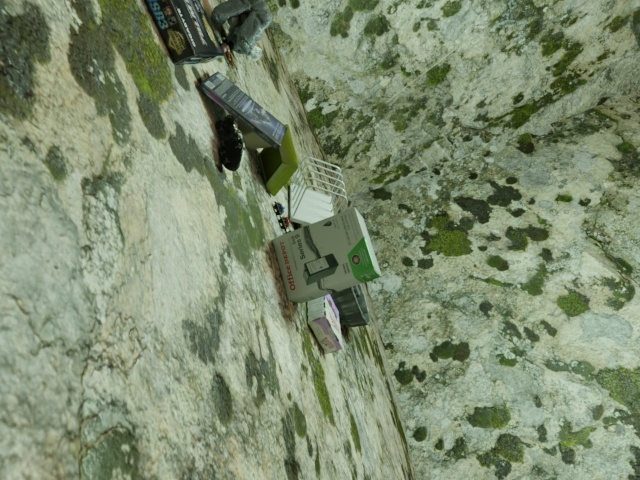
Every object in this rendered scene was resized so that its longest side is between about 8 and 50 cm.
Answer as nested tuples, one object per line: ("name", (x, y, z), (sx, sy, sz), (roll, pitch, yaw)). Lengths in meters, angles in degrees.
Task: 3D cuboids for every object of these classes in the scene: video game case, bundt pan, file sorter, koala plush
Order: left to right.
("koala plush", (-0.288, -0.792, 1.800), (0.196, 0.203, 0.221), (43, -20, 1))
("video game case", (-0.221, -0.391, 1.410), (0.274, 0.026, 0.196), (37, 24, -16))
("file sorter", (-0.008, -0.194, 1.921), (0.278, 0.192, 0.173), (-96, -152, -55))
("bundt pan", (0.116, 0.245, 2.139), (0.331, 0.124, 0.331), (-20, 90, -81))

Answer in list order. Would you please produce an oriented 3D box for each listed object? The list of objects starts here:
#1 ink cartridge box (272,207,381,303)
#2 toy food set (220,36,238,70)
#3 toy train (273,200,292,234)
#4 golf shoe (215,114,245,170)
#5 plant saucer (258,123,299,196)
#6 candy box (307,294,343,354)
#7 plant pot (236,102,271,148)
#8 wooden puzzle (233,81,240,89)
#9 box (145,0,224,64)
("ink cartridge box", (0.018, 0.054, 1.482), (0.121, 0.288, 0.211), (37, 34, -68))
("toy food set", (-0.342, -0.684, 1.739), (0.078, 0.019, 0.122), (-83, 152, -70))
("toy train", (-0.126, -0.065, 1.662), (0.027, 0.036, 0.159), (-47, 117, -79))
("golf shoe", (-0.236, -0.258, 1.315), (0.094, 0.077, 0.198), (57, 17, -54))
("plant saucer", (-0.156, -0.280, 1.638), (0.045, 0.188, 0.188), (4, 59, -35))
("candy box", (0.013, 0.271, 1.667), (0.196, 0.070, 0.165), (-95, 163, -58))
("plant pot", (-0.219, -0.368, 1.568), (0.109, 0.096, 0.109), (52, 21, -62))
("wooden puzzle", (-0.296, -0.529, 1.709), (0.079, 0.014, 0.116), (59, 14, -50))
("box", (-0.381, -0.625, 1.261), (0.293, 0.073, 0.296), (-85, 153, -70))
